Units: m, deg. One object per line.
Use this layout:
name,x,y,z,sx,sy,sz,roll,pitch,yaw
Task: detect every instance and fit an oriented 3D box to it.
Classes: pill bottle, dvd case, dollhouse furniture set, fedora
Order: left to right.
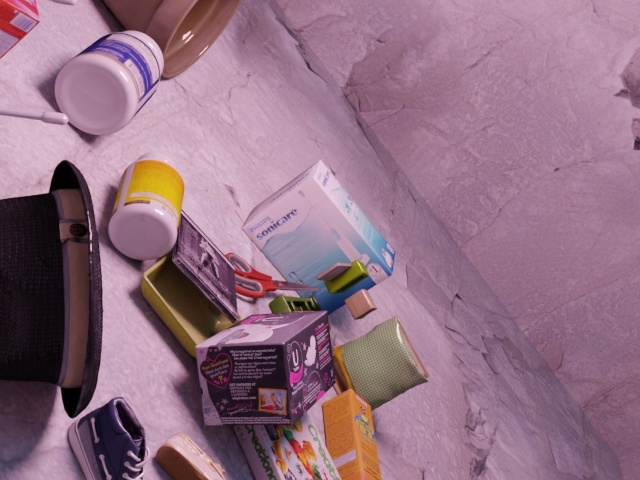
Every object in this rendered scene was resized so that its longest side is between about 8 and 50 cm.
fedora,-0.376,0.061,1.057,0.152,0.334,0.334,0,51,-25
pill bottle,-0.398,-0.317,1.628,0.153,0.153,0.264,49,21,-17
pill bottle,-0.308,-0.070,1.505,0.117,0.117,0.215,44,24,-29
dvd case,-0.213,0.043,1.547,0.164,0.018,0.221,49,10,-24
dollhouse furniture set,0.063,0.214,1.781,0.301,0.197,0.151,62,20,17

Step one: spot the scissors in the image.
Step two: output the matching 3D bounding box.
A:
scissors,-0.097,0.103,1.798,0.297,0.021,0.109,25,31,-41

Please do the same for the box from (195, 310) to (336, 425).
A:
box,-0.089,0.212,1.439,0.247,0.163,0.142,-20,105,-71

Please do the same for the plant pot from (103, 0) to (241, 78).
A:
plant pot,-0.373,-0.587,1.940,0.280,0.323,0.323,38,21,0

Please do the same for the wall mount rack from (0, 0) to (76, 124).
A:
wall mount rack,-0.515,-0.302,1.203,0.304,0.130,0.350,20,67,-55

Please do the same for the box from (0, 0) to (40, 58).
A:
box,-0.604,-0.416,1.357,0.257,0.128,0.122,26,36,-52

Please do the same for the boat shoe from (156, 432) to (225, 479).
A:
boat shoe,-0.170,0.355,1.249,0.170,0.063,0.059,52,27,-8

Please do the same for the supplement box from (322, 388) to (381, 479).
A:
supplement box,0.062,0.411,1.657,0.078,0.080,0.233,45,21,-33

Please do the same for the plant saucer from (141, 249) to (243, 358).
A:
plant saucer,-0.236,0.115,1.489,0.188,0.045,0.188,53,20,-6

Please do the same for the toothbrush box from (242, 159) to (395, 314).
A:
toothbrush box,0.000,0.000,1.941,0.295,0.216,0.126,49,22,-15

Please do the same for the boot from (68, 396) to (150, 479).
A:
boot,-0.257,0.304,1.099,0.190,0.086,0.069,59,21,9

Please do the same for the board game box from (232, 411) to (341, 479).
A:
board game box,-0.025,0.438,1.456,0.193,0.053,0.305,10,49,-63
